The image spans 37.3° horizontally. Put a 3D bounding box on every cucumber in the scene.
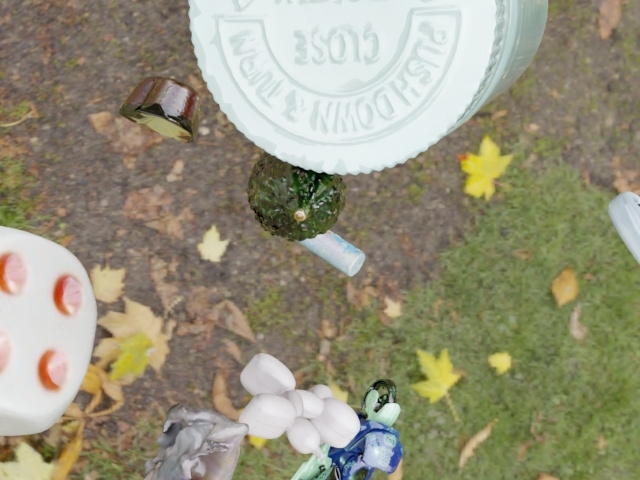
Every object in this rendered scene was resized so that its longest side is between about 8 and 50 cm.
[{"bbox_3d":[-0.017,-0.037,0.681,0.072,0.300,0.072,0,93,-4],"label":"cucumber"}]

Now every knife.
[{"bbox_3d":[0.485,0.073,1.277,0.080,0.044,0.331,13,45,-45],"label":"knife"}]

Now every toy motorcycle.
[{"bbox_3d":[0.059,0.427,1.854,0.125,0.196,0.331,27,113,-21],"label":"toy motorcycle"}]

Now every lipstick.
[{"bbox_3d":[0.000,0.000,1.574,0.048,0.158,0.048,-45,156,-26],"label":"lipstick"}]

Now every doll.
[{"bbox_3d":[-0.024,0.209,1.171,0.160,0.161,0.059,32,108,-14],"label":"doll"}]

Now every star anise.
[{"bbox_3d":[-0.168,0.263,0.972,0.110,0.257,0.198,43,45,-13],"label":"star anise"}]

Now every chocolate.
[{"bbox_3d":[-0.235,-0.213,1.508,0.125,0.148,0.080,26,79,-39],"label":"chocolate"}]

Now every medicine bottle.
[{"bbox_3d":[0.054,-0.144,0.591,0.318,0.158,0.158,-36,114,-67],"label":"medicine bottle"}]

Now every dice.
[{"bbox_3d":[-0.582,0.157,1.612,0.277,0.304,0.304,30,57,-43],"label":"dice"}]
